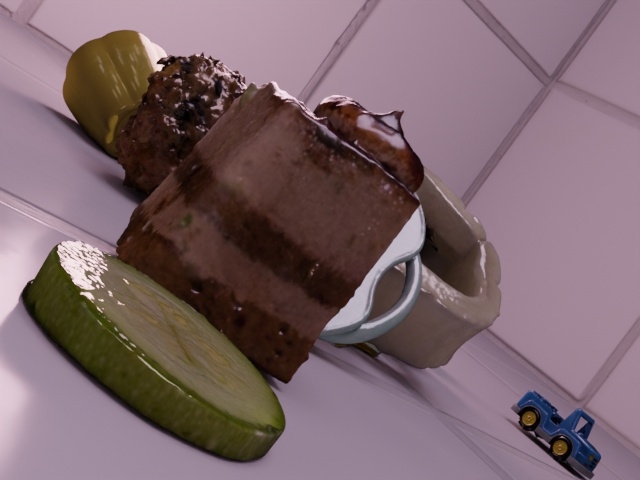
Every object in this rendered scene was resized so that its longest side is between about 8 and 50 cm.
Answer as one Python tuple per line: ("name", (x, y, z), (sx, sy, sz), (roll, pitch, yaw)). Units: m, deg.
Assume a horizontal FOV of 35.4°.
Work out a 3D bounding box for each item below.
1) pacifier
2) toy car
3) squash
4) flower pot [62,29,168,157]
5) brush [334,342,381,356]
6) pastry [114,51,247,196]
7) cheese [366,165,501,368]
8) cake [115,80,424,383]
("pacifier", (0.031, -0.034, 1.259), (0.288, 0.343, 0.269), (38, -37, 1))
("toy car", (0.449, 0.348, 1.864), (0.191, 0.100, 0.097), (45, 5, 41))
("squash", (-0.113, 0.079, 0.742), (0.219, 0.041, 0.219), (36, 5, -3))
("flower pot", (-0.317, -0.228, 1.681), (0.195, 0.195, 0.179), (32, 17, -44))
("brush", (0.039, 0.144, 1.465), (0.083, 0.011, 0.205), (37, 5, 14))
("pastry", (-0.197, -0.149, 1.478), (0.193, 0.274, 0.275), (-6, -23, 34))
("cheese", (0.132, 0.024, 1.552), (0.332, 0.153, 0.292), (47, 35, 0))
("cake", (-0.037, -0.039, 0.989), (0.199, 0.293, 0.196), (39, 3, -16))
